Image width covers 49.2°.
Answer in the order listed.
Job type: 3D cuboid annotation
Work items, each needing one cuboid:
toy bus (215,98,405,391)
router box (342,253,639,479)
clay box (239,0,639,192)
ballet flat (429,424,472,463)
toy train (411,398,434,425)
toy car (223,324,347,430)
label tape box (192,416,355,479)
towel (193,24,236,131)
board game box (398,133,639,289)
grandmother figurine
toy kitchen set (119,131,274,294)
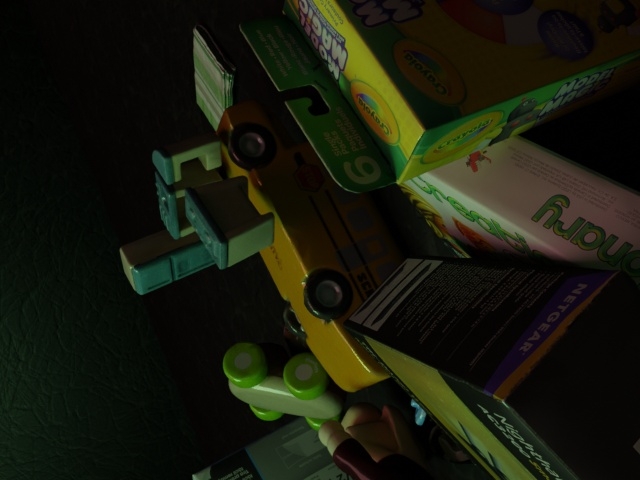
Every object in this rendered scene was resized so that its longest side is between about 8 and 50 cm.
[{"bbox_3d":[0.000,0.000,0.776,0.332,0.130,0.108,63,157,10],"label":"toy bus"},{"bbox_3d":[0.172,0.144,0.422,0.309,0.081,0.243,46,170,-9],"label":"router box"},{"bbox_3d":[0.080,-0.118,0.389,0.127,0.222,0.053,58,155,18],"label":"clay box"},{"bbox_3d":[0.168,0.202,0.686,0.070,0.070,0.188,65,156,4],"label":"ballet flat"},{"bbox_3d":[0.136,0.113,0.632,0.080,0.105,0.184,15,154,6],"label":"toy train"},{"bbox_3d":[-0.024,0.125,0.894,0.149,0.188,0.155,8,150,15],"label":"toy car"},{"bbox_3d":[0.001,0.444,1.019,0.347,0.249,0.115,52,152,31],"label":"label tape box"},{"bbox_3d":[-0.158,-0.231,1.047,0.113,0.023,0.152,57,157,26],"label":"towel"},{"bbox_3d":[0.166,0.022,0.431,0.193,0.053,0.305,44,178,-43],"label":"board game box"},{"bbox_3d":[0.086,0.252,0.717,0.208,0.104,0.342,30,177,-7],"label":"grandmother figurine"},{"bbox_3d":[-0.141,0.010,0.765,0.166,0.122,0.207,53,154,30],"label":"toy kitchen set"}]
